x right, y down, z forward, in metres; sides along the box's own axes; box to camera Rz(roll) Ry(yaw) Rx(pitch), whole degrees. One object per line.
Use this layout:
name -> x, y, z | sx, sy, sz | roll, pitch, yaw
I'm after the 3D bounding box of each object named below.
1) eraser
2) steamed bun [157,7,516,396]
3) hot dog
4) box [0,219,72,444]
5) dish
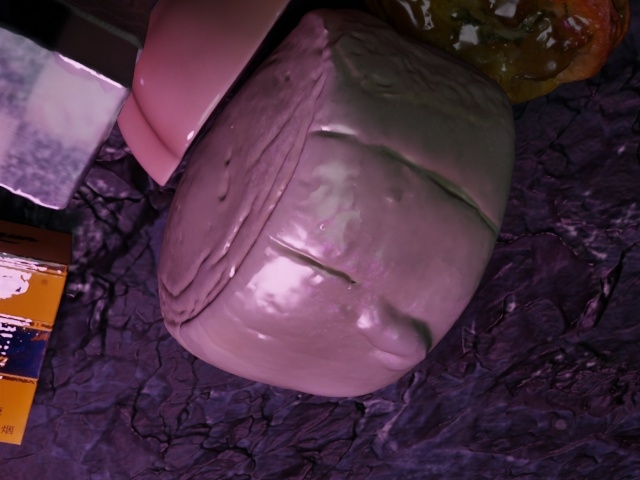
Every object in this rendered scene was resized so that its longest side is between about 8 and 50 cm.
eraser -> -0.182, -0.155, 0.770 | 0.098, 0.404, 0.096 | 26, 110, -17
steamed bun -> -0.002, 0.005, 0.947 | 0.247, 0.236, 0.383 | 18, 137, -23
hot dog -> 0.153, -0.222, 0.951 | 0.196, 0.122, 0.272 | -28, 123, 29
box -> -0.352, 0.089, 1.090 | 0.152, 0.070, 0.237 | 13, 120, -17
dish -> -0.110, -0.157, 0.911 | 0.090, 0.213, 0.213 | 34, 111, -7
